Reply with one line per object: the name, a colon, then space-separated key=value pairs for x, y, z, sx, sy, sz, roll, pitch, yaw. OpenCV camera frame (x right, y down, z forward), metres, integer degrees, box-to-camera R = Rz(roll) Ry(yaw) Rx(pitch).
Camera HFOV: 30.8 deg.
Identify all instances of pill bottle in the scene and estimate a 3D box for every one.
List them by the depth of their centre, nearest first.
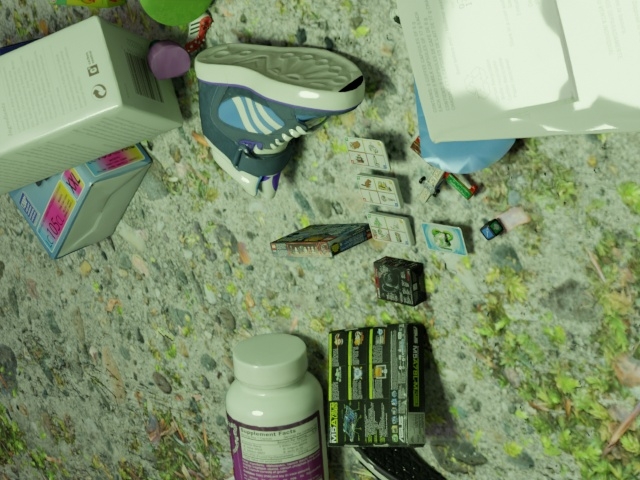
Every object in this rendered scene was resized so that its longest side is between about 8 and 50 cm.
pill bottle: x=-0.075 y=0.319 z=1.993 sx=0.169 sy=0.169 sz=0.301 roll=16 pitch=119 yaw=42

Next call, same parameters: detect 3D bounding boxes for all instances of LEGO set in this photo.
LEGO set: x=0.156 y=-0.070 z=1.674 sx=0.244 sy=0.060 sz=0.182 roll=11 pitch=128 yaw=45

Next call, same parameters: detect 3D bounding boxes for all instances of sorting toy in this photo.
sorting toy: x=-0.244 y=-0.445 z=1.862 sx=0.126 sy=0.127 sz=0.365 roll=-131 pitch=44 yaw=-54

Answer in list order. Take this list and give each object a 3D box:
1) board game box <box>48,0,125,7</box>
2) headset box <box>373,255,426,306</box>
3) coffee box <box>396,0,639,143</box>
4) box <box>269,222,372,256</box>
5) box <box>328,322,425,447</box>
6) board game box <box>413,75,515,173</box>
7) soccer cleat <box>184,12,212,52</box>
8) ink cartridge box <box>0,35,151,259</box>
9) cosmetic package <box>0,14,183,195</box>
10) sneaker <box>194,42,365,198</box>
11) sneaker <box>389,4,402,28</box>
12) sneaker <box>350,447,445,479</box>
board game box: x=-0.426 y=-0.468 z=2.079 sx=0.181 sy=0.043 sz=0.092 roll=14 pitch=118 yaw=42
headset box: x=0.117 y=0.061 z=1.771 sx=0.083 sy=0.032 sz=0.062 roll=10 pitch=115 yaw=45
coffee box: x=0.300 y=-0.307 z=1.168 sx=0.338 sy=0.334 sz=0.337 roll=0 pitch=110 yaw=49
box: x=0.000 y=0.000 z=1.818 sx=0.137 sy=0.094 sz=0.027 roll=-1 pitch=107 yaw=47
box: x=0.085 y=0.229 z=1.824 sx=0.184 sy=0.045 sz=0.190 roll=-13 pitch=73 yaw=50
board game box: x=0.197 y=-0.174 z=1.560 sx=0.133 sy=0.033 sz=0.168 roll=-7 pitch=89 yaw=26
soccer cleat: x=-0.206 y=-0.345 z=1.920 sx=0.035 sy=0.029 sz=0.083 roll=57 pitch=136 yaw=23
ink cartridge box: x=-0.525 y=-0.204 z=2.238 sx=0.395 sy=0.151 sz=0.270 roll=54 pitch=138 yaw=15
cosmetic package: x=-0.493 y=-0.207 z=1.970 sx=0.453 sy=0.230 sz=0.161 roll=-19 pitch=81 yaw=17
sneaker: x=-0.053 y=-0.167 z=1.785 sx=0.323 sy=0.130 sz=0.236 roll=16 pitch=129 yaw=36
sneaker: x=0.175 y=-0.315 z=1.453 sx=0.110 sy=0.118 sz=0.292 roll=25 pitch=172 yaw=-14
sneaker: x=0.124 y=0.396 z=1.886 sx=0.235 sy=0.084 sz=0.097 roll=42 pitch=136 yaw=25
